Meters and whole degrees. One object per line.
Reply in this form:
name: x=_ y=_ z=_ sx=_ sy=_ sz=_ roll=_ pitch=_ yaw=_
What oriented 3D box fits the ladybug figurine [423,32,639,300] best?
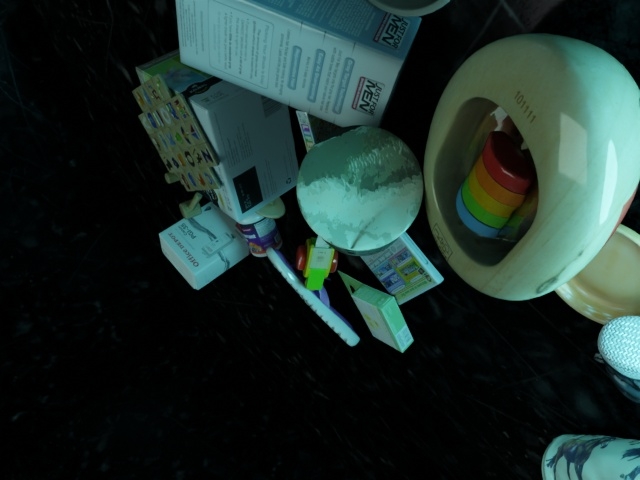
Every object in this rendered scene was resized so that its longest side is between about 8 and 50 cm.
ladybug figurine: x=0.276 y=-0.086 z=0.757 sx=0.449 sy=0.162 sz=0.305 roll=105 pitch=143 yaw=-65

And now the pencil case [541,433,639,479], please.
pencil case: x=0.579 y=0.435 z=0.937 sx=0.183 sy=0.160 sz=0.410 roll=63 pitch=155 yaw=2

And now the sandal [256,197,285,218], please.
sandal: x=-0.194 y=-0.163 z=1.610 sx=0.240 sy=0.088 sz=0.079 roll=48 pitch=161 yaw=25

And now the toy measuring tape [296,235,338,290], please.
toy measuring tape: x=0.000 y=0.000 z=1.489 sx=0.121 sy=0.121 sz=0.330 roll=38 pitch=134 yaw=30

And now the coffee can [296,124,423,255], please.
coffee can: x=0.072 y=-0.075 z=1.006 sx=0.201 sy=0.202 sz=0.275 roll=52 pitch=-179 yaw=5

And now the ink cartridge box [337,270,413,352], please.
ink cartridge box: x=0.131 y=0.187 z=1.501 sx=0.235 sy=0.056 sz=0.171 roll=21 pitch=147 yaw=50

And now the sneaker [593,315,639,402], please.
sneaker: x=0.536 y=0.198 z=0.800 sx=0.269 sy=0.101 sz=0.153 roll=21 pitch=162 yaw=25

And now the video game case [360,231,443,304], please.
video game case: x=0.175 y=0.049 z=1.314 sx=0.193 sy=0.023 sz=0.212 roll=52 pitch=154 yaw=5

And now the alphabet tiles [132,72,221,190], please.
alphabet tiles: x=-0.351 y=-0.248 z=1.344 sx=0.343 sy=0.011 sz=0.285 roll=6 pitch=127 yaw=58

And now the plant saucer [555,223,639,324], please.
plant saucer: x=0.432 y=0.044 z=0.845 sx=0.200 sy=0.037 sz=0.200 roll=40 pitch=151 yaw=28

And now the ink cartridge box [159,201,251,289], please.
ink cartridge box: x=-0.369 y=0.000 z=1.889 sx=0.207 sy=0.283 sz=0.117 roll=45 pitch=154 yaw=18

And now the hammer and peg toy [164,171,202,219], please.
hammer and peg toy: x=-0.417 y=-0.257 z=1.770 sx=0.266 sy=0.127 sz=0.361 roll=1 pitch=112 yaw=60

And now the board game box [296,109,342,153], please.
board game box: x=0.023 y=-0.234 z=1.059 sx=0.026 sy=0.154 sz=0.103 roll=17 pitch=138 yaw=37

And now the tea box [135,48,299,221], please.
tea box: x=-0.249 y=-0.283 z=1.395 sx=0.324 sy=0.220 sz=0.328 roll=35 pitch=148 yaw=34

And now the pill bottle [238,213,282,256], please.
pill bottle: x=-0.198 y=-0.054 z=1.731 sx=0.108 sy=0.108 sz=0.193 roll=22 pitch=141 yaw=48

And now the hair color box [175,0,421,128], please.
hair color box: x=-0.045 y=-0.331 z=0.926 sx=0.375 sy=0.113 sz=0.185 roll=23 pitch=150 yaw=3

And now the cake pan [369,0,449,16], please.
cake pan: x=0.110 y=-0.456 z=0.745 sx=0.293 sy=0.054 sz=0.293 roll=40 pitch=152 yaw=27

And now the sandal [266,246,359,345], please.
sandal: x=-0.009 y=0.151 z=1.691 sx=0.416 sy=0.102 sz=0.169 roll=49 pitch=173 yaw=-21
